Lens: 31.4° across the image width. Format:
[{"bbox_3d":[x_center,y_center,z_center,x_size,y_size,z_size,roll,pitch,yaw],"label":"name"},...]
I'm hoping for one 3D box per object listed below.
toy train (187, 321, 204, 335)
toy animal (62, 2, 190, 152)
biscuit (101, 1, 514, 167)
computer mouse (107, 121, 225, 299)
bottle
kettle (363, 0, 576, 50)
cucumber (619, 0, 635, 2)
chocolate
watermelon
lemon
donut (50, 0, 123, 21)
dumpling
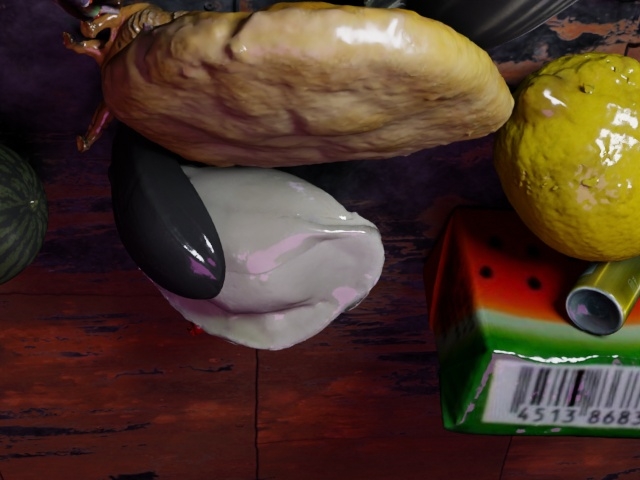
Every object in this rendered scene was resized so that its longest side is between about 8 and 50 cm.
[{"bbox_3d":[-0.108,0.074,1.707,0.204,0.131,0.083,-12,138,-8],"label":"toy train"},{"bbox_3d":[-0.246,-0.201,1.383,0.116,0.114,0.255,-22,165,-44],"label":"toy animal"},{"bbox_3d":[-0.014,-0.155,1.255,0.429,0.104,0.446,-2,172,14],"label":"biscuit"},{"bbox_3d":[-0.215,-0.035,1.441,0.086,0.270,0.137,-16,152,-32],"label":"computer mouse"},{"bbox_3d":[0.423,0.016,1.552,0.082,0.286,0.082,20,132,24],"label":"bottle"},{"bbox_3d":[0.181,-0.309,1.223,0.207,0.251,0.271,44,142,-4],"label":"kettle"},{"bbox_3d":[0.413,-0.342,1.265,0.067,0.067,0.245,20,134,-27],"label":"cucumber"},{"bbox_3d":[0.340,0.110,1.618,0.360,0.341,0.161,3,131,-7],"label":"chocolate"},{"bbox_3d":[-0.458,-0.033,1.473,0.212,0.212,0.212,-2,141,-2],"label":"watermelon"},{"bbox_3d":[0.342,-0.105,1.419,0.245,0.245,0.320,-25,138,25],"label":"lemon"},{"bbox_3d":[-0.304,-0.334,1.073,0.345,0.136,0.259,34,-179,8],"label":"donut"},{"bbox_3d":[-0.097,0.025,1.565,0.341,0.181,0.260,4,119,-10],"label":"dumpling"}]
